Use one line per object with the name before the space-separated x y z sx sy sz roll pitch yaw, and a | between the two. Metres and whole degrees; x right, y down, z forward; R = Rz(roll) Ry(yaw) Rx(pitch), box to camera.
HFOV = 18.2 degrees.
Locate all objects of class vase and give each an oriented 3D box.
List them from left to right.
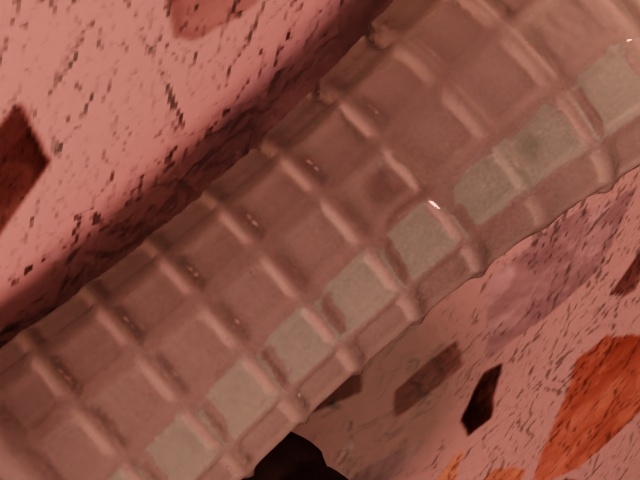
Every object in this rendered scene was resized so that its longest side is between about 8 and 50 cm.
vase | 0.000 0.000 0.780 0.299 0.143 0.143 -40 153 -4

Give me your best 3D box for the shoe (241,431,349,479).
shoe | -0.052 0.252 0.998 0.237 0.171 0.384 -30 141 -22
